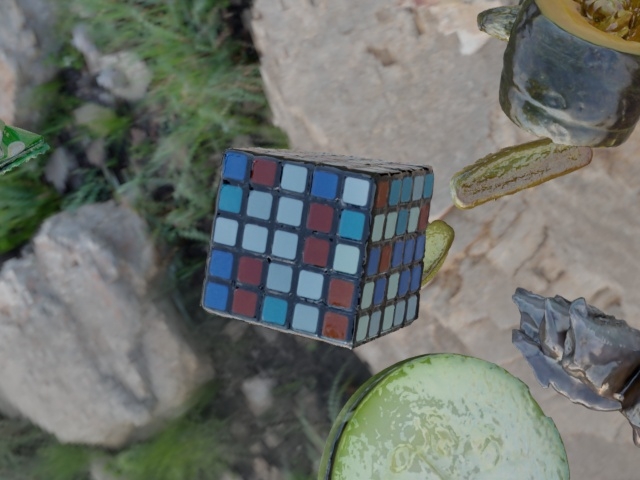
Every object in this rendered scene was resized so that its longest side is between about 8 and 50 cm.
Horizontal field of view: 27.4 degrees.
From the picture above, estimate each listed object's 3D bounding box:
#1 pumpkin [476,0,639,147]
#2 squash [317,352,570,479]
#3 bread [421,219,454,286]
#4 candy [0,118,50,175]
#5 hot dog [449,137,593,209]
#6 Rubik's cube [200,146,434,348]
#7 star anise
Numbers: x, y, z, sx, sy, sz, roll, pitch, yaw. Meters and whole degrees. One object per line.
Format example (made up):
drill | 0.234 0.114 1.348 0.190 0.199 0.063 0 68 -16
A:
pumpkin | 0.298 -0.243 1.587 0.222 0.317 0.139 22 128 2
squash | 0.104 0.201 1.105 0.219 0.219 0.041 58 161 0
bread | 0.120 0.027 2.116 0.149 0.188 0.065 37 166 27
candy | -0.355 -0.095 1.231 0.141 0.203 0.078 -12 66 8
hot dog | 0.272 -0.102 1.805 0.047 0.215 0.066 -147 37 -70
Rubik's cube | 0.000 0.000 1.408 0.187 0.182 0.184 9 98 24
star anise | 0.203 0.100 0.843 0.182 0.195 0.065 37 87 -6
